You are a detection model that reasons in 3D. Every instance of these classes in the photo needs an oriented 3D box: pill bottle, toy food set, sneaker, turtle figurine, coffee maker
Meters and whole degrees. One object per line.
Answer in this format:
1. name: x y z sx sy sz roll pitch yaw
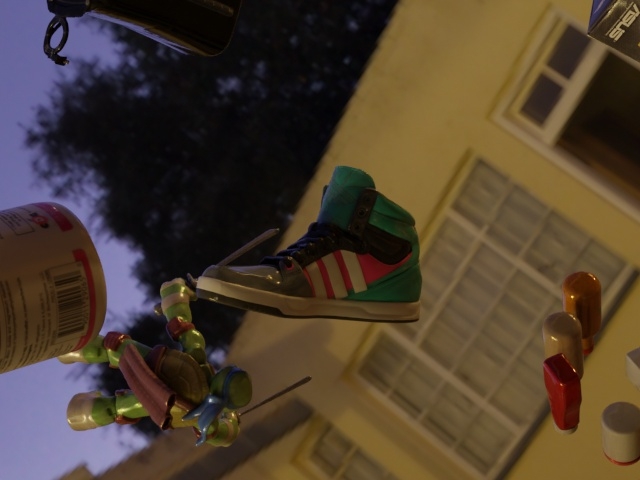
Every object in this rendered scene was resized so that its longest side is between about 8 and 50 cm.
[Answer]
1. pill bottle: -0.368 0.065 1.251 0.283 0.160 0.160 -15 -39 -39
2. toy food set: 0.286 0.149 1.271 0.111 0.232 0.104 -25 -44 -11
3. sneaker: 0.000 0.000 1.488 0.295 0.124 0.178 5 -87 -34
4. turtle figurine: -0.168 0.152 1.563 0.198 0.266 0.275 64 -146 -39
5. coffee maker: -0.185 -0.251 1.326 0.178 0.120 0.171 16 -67 -46

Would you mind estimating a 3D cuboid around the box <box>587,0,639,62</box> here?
1. box: 0.314 -0.208 1.018 0.056 0.183 0.231 -53 14 48
